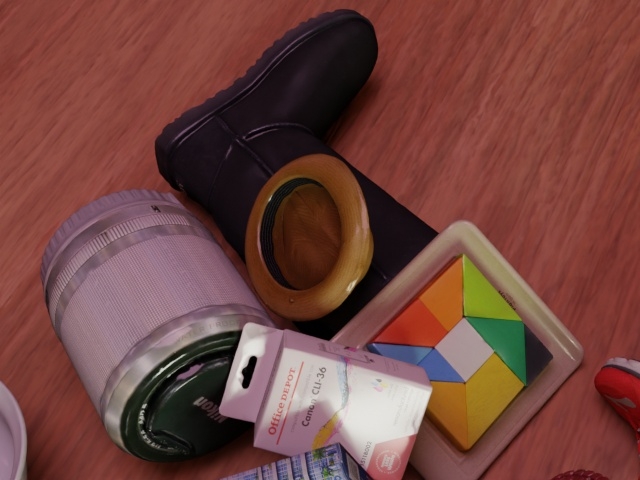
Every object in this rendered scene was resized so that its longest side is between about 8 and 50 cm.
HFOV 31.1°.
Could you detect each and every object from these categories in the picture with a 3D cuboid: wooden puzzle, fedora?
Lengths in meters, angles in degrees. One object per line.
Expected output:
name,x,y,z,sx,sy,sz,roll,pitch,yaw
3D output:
wooden puzzle,0.152,0.126,1.267,0.239,0.044,0.221,-42,92,-19
fedora,0.000,0.000,1.282,0.194,0.079,0.194,-13,70,39

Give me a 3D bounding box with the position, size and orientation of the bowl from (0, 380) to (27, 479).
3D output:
bowl,-0.449,0.290,1.284,0.298,0.134,0.298,-7,49,8

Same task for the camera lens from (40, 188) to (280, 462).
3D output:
camera lens,-0.183,0.099,1.325,0.219,0.219,0.274,-29,51,-12

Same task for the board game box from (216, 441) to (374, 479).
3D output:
board game box,-0.029,0.297,1.176,0.194,0.194,0.060,-21,49,14

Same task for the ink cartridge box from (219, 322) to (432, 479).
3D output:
ink cartridge box,0.002,0.167,1.187,0.198,0.115,0.067,16,12,-5

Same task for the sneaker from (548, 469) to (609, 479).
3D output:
sneaker,0.286,0.291,1.126,0.088,0.092,0.225,-39,23,-30

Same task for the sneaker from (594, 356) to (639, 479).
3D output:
sneaker,0.360,0.231,1.177,0.118,0.107,0.279,-38,48,-1

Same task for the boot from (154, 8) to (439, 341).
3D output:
boot,0.043,-0.078,1.465,0.367,0.146,0.445,-39,50,-9
